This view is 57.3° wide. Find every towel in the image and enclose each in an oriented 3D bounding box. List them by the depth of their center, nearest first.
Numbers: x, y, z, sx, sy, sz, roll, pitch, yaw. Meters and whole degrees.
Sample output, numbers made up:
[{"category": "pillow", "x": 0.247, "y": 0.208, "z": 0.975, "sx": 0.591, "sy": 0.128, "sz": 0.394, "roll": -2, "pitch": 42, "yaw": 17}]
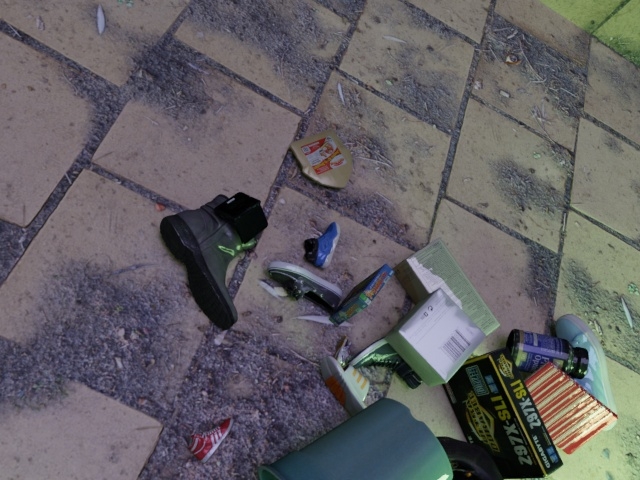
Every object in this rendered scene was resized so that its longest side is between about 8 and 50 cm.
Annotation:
[{"category": "towel", "x": 0.699, "y": 0.492, "z": 1.717, "sx": 0.274, "sy": 0.199, "sz": 0.031, "roll": 39, "pitch": 23, "yaw": -3}]

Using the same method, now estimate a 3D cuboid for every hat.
[{"category": "hat", "x": 0.340, "y": 0.678, "z": 1.490, "sx": 0.331, "sy": 0.134, "sz": 0.331, "roll": 14, "pitch": 42, "yaw": -13}]

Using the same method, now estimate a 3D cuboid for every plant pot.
[{"category": "plant pot", "x": 0.093, "y": 0.550, "z": 1.306, "sx": 0.334, "sy": 0.341, "sz": 0.341, "roll": -30, "pitch": 82, "yaw": -26}]

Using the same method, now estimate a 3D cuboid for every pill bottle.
[{"category": "pill bottle", "x": 0.673, "y": 0.344, "z": 1.751, "sx": 0.219, "sy": 0.123, "sz": 0.123, "roll": 11, "pitch": 61, "yaw": 9}]

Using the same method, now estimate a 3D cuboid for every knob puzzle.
[{"category": "knob puzzle", "x": 0.017, "y": -0.240, "z": 1.821, "sx": 0.213, "sy": 0.030, "sz": 0.213, "roll": 10, "pitch": 64, "yaw": -20}]

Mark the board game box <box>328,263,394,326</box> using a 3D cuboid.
[{"category": "board game box", "x": 0.108, "y": 0.150, "z": 1.587, "sx": 0.035, "sy": 0.201, "sz": 0.136, "roll": 43, "pitch": 59, "yaw": -1}]

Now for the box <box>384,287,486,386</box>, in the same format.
[{"category": "box", "x": 0.303, "y": 0.257, "z": 1.556, "sx": 0.181, "sy": 0.119, "sz": 0.182, "roll": -41, "pitch": 84, "yaw": -23}]

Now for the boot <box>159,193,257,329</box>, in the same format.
[{"category": "boot", "x": -0.248, "y": 0.044, "z": 1.539, "sx": 0.222, "sy": 0.118, "sz": 0.338, "roll": -25, "pitch": 87, "yaw": -40}]

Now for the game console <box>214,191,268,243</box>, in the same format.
[{"category": "game console", "x": -0.212, "y": -0.062, "z": 1.573, "sx": 0.107, "sy": 0.071, "sz": 0.122, "roll": 25, "pitch": 37, "yaw": 18}]

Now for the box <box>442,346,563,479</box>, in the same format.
[{"category": "box", "x": 0.468, "y": 0.469, "z": 1.571, "sx": 0.079, "sy": 0.257, "sz": 0.322, "roll": -15, "pitch": 75, "yaw": -29}]

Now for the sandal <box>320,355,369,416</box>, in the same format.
[{"category": "sandal", "x": 0.097, "y": 0.404, "z": 1.538, "sx": 0.076, "sy": 0.102, "sz": 0.265, "roll": -35, "pitch": 93, "yaw": -33}]

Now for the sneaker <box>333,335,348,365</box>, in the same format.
[{"category": "sneaker", "x": 0.062, "y": 0.303, "z": 1.604, "sx": 0.037, "sy": 0.032, "sz": 0.083, "roll": 34, "pitch": 63, "yaw": -22}]

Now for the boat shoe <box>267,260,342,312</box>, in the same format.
[{"category": "boat shoe", "x": -0.047, "y": 0.133, "z": 1.606, "sx": 0.228, "sy": 0.080, "sz": 0.076, "roll": 28, "pitch": 58, "yaw": -19}]

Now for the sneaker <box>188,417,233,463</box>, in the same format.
[{"category": "sneaker", "x": -0.261, "y": 0.457, "z": 1.384, "sx": 0.067, "sy": 0.042, "sz": 0.118, "roll": 41, "pitch": 60, "yaw": -6}]

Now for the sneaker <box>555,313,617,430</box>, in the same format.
[{"category": "sneaker", "x": 0.792, "y": 0.409, "z": 1.811, "sx": 0.150, "sy": 0.135, "sz": 0.366, "roll": -3, "pitch": 68, "yaw": -28}]

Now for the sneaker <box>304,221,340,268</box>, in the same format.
[{"category": "sneaker", "x": 0.000, "y": 0.000, "z": 1.691, "sx": 0.084, "sy": 0.058, "sz": 0.152, "roll": 27, "pitch": 66, "yaw": -20}]

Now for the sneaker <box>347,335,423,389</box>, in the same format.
[{"category": "sneaker", "x": 0.196, "y": 0.346, "z": 1.607, "sx": 0.226, "sy": 0.086, "sz": 0.164, "roll": -20, "pitch": 74, "yaw": -30}]

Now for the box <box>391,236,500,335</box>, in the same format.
[{"category": "box", "x": 0.367, "y": 0.166, "z": 1.731, "sx": 0.148, "sy": 0.121, "sz": 0.311, "roll": -29, "pitch": 82, "yaw": -22}]
